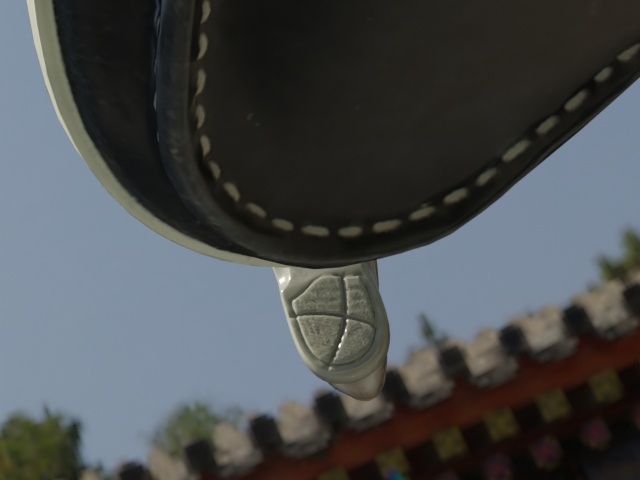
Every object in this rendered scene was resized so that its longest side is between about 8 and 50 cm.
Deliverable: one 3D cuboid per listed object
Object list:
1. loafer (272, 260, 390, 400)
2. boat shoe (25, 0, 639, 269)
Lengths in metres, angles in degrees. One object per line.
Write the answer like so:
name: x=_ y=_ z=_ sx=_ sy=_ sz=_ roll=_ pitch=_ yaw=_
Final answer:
loafer: x=0.000 y=0.000 z=0.719 sx=0.045 sy=0.125 sz=0.039 roll=-15 pitch=-29 yaw=6
boat shoe: x=0.086 y=-0.133 z=0.314 sx=0.187 sy=0.156 sz=0.500 roll=8 pitch=-39 yaw=-30
